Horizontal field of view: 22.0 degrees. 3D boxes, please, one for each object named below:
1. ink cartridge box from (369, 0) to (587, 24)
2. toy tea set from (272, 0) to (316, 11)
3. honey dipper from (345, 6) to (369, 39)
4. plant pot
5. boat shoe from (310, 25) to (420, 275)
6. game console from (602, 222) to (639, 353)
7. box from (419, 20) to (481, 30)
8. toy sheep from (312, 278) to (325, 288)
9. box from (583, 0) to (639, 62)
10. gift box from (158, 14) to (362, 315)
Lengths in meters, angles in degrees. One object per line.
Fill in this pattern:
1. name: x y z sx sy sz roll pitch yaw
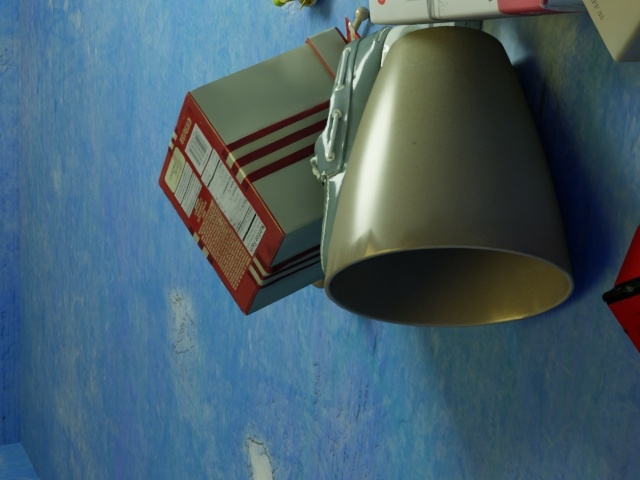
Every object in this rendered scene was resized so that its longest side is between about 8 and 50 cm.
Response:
1. ink cartridge box: 0.165 -0.325 1.652 0.283 0.117 0.207 5 102 56
2. toy tea set: -0.046 -0.450 2.125 0.336 0.124 0.200 123 134 -56
3. honey dipper: 0.029 -0.249 2.138 0.161 0.030 0.030 -61 43 49
4. plant pot: 0.132 -0.075 1.734 0.256 0.256 0.274 136 139 -61
5. boat shoe: 0.046 -0.093 1.866 0.099 0.116 0.319 2 71 36
6. game console: 0.328 0.040 1.519 0.124 0.085 0.144 56 165 2
7. box: 0.129 -0.318 1.880 0.186 0.038 0.145 -132 41 -53
8. toy sheep: 0.000 0.000 2.211 0.091 0.091 0.132 150 124 -64
9. box: 0.325 -0.299 1.340 0.311 0.121 0.148 115 142 -51
10. gift box: -0.029 -0.108 2.017 0.276 0.258 0.255 59 152 13
